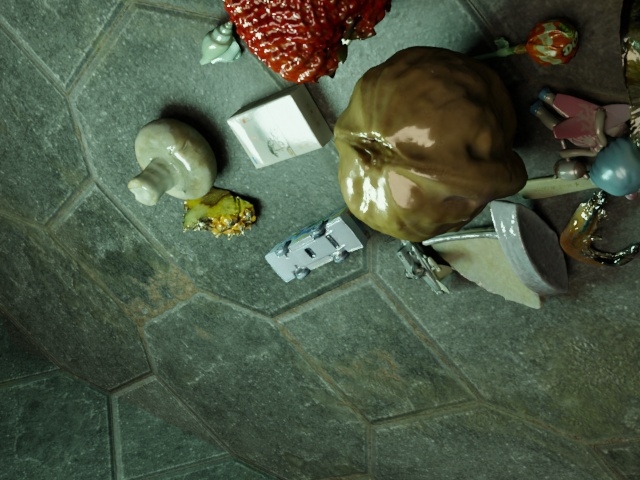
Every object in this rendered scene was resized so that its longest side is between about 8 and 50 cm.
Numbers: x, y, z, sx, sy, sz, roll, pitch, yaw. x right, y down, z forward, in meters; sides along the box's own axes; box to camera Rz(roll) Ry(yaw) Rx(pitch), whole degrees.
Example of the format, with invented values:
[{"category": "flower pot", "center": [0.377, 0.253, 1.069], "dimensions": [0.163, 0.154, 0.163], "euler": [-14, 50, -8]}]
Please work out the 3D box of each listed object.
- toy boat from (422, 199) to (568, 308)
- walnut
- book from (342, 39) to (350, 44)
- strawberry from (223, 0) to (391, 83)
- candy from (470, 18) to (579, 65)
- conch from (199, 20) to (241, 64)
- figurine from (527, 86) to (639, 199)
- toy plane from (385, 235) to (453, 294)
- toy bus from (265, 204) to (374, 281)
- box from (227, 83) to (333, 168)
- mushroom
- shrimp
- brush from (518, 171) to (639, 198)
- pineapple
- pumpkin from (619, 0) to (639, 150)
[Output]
[{"category": "toy boat", "center": [0.415, 0.039, 1.609], "dimensions": [0.276, 0.111, 0.293], "euler": [46, 152, -6]}, {"category": "walnut", "center": [0.206, -0.181, 1.341], "dimensions": [0.383, 0.383, 0.384], "euler": [21, 136, 21]}, {"category": "book", "center": [-0.016, -0.460, 1.538], "dimensions": [0.172, 0.012, 0.118], "euler": [42, 140, -3]}, {"category": "strawberry", "center": [-0.048, -0.488, 1.335], "dimensions": [0.351, 0.267, 0.312], "euler": [39, 108, -25]}, {"category": "candy", "center": [0.344, -0.348, 1.338], "dimensions": [0.084, 0.078, 0.287], "euler": [21, 166, -39]}, {"category": "conch", "center": [-0.230, -0.458, 1.675], "dimensions": [0.180, 0.088, 0.065], "euler": [-37, 57, 56]}, {"category": "figurine", "center": [0.488, -0.169, 1.340], "dimensions": [0.260, 0.103, 0.205], "euler": [43, 136, 16]}, {"category": "toy plane", "center": [0.216, 0.030, 1.753], "dimensions": [0.262, 0.088, 0.192], "euler": [45, 167, 0]}, {"category": "toy bus", "center": [0.000, 0.000, 1.848], "dimensions": [0.109, 0.136, 0.329], "euler": [49, 139, -13]}, {"category": "box", "center": [-0.100, -0.271, 1.734], "dimensions": [0.233, 0.067, 0.150], "euler": [-11, 117, 42]}, {"category": "mushroom", "center": [-0.407, -0.194, 1.916], "dimensions": [0.243, 0.243, 0.244], "euler": [21, 136, 21]}, {"category": "shrimp", "center": [0.574, -0.014, 1.457], "dimensions": [0.152, 0.046, 0.219], "euler": [26, 146, 17]}, {"category": "brush", "center": [0.542, -0.119, 1.415], "dimensions": [0.336, 0.020, 0.085], "euler": [-8, 121, 42]}, {"category": "pineapple", "center": [-0.303, -0.046, 2.028], "dimensions": [0.249, 0.164, 0.140], "euler": [13, 141, 24]}, {"category": "pumpkin", "center": [0.592, -0.248, 1.093], "dimensions": [0.232, 0.242, 0.325], "euler": [4, 133, 46]}]
